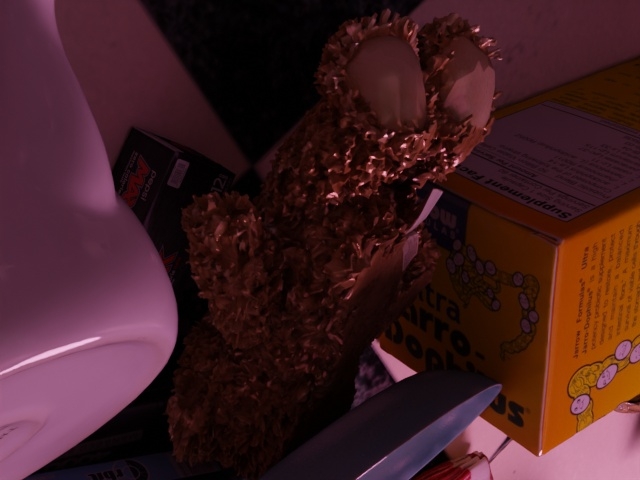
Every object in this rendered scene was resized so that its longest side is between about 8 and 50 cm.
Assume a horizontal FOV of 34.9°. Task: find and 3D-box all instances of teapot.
[{"bbox_3d":[-0.205,0.025,0.461,0.256,0.187,0.252,-28,165,-25],"label":"teapot"}]

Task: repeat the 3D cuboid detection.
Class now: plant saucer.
[{"bbox_3d":[-0.006,0.188,0.723,0.318,0.043,0.317,-35,162,-13],"label":"plant saucer"}]

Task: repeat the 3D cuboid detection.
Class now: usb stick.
[{"bbox_3d":[-0.169,0.139,0.697,0.278,0.045,0.077,-7,123,-38],"label":"usb stick"}]

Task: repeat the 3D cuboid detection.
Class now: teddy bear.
[{"bbox_3d":[0.000,0.000,0.663,0.245,0.113,0.338,-34,151,-43],"label":"teddy bear"}]

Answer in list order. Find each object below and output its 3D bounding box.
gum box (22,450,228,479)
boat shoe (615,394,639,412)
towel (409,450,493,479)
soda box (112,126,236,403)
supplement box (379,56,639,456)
[{"bbox_3d":[-0.167,0.232,0.717,0.157,0.041,0.184,-1,127,-41],"label":"gum box"},{"bbox_3d":[0.341,0.162,1.126,0.190,0.072,0.068,27,93,-45],"label":"boat shoe"},{"bbox_3d":[0.064,0.367,0.959,0.329,0.037,0.237,-20,101,-32],"label":"towel"},{"bbox_3d":[-0.122,0.017,0.662,0.053,0.060,0.169,20,97,-46],"label":"soda box"},{"bbox_3d":[0.242,-0.009,0.868,0.356,0.194,0.195,-22,124,-30],"label":"supplement box"}]
